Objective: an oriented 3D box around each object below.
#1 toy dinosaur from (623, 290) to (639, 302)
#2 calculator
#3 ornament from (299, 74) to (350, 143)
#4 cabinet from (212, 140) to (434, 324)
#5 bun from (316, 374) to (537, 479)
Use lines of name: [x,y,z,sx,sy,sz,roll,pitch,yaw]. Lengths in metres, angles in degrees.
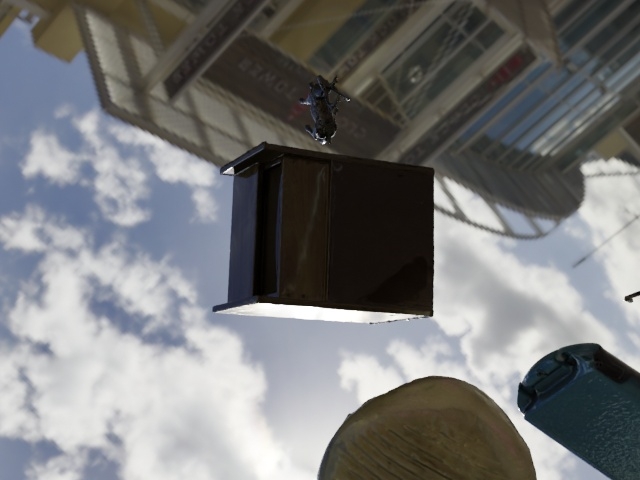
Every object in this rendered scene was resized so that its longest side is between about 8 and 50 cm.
toy dinosaur: [0.474,0.040,1.301,0.058,0.180,0.037,19,-139,-9]
calculator: [0.407,0.248,1.330,0.293,0.173,0.051,35,-141,-9]
ornament: [0.005,-0.141,1.058,0.125,0.028,0.073,-170,68,-74]
cabinet: [0.000,0.000,1.119,0.215,0.148,0.175,6,-101,-27]
bun: [0.100,0.234,0.909,0.209,0.237,0.116,14,-168,13]
